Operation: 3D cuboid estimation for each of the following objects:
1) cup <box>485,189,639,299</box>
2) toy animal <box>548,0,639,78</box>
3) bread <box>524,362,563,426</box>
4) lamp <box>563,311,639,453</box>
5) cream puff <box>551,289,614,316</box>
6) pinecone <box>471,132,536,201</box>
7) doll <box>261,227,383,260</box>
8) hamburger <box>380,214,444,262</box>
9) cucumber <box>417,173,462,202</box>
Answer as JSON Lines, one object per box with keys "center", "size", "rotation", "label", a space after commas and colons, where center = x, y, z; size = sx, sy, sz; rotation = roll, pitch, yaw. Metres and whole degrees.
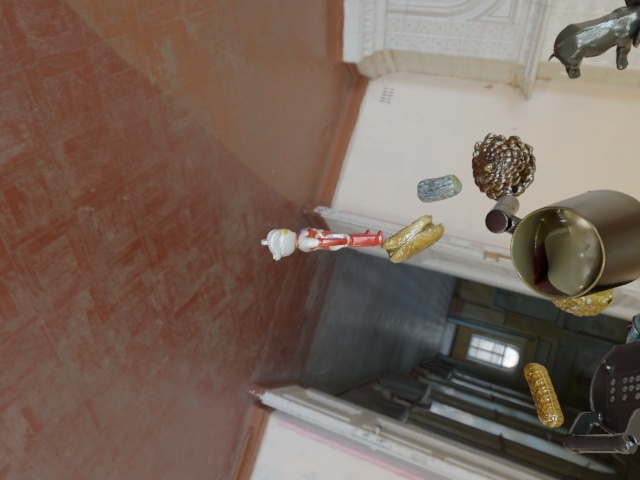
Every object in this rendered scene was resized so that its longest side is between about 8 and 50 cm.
{"center": [0.386, 0.008, 0.802], "size": [0.177, 0.239, 0.166], "rotation": [-11, 99, -38], "label": "cup"}
{"center": [0.596, -0.408, 0.992], "size": [0.146, 0.245, 0.114], "rotation": [22, 48, -58], "label": "toy animal"}
{"center": [0.512, 0.353, 1.131], "size": [0.157, 0.052, 0.044], "rotation": [-88, 168, -49], "label": "bread"}
{"center": [0.723, 0.350, 1.016], "size": [0.374, 0.272, 0.205], "rotation": [-49, 176, -27], "label": "lamp"}
{"center": [0.616, 0.127, 1.174], "size": [0.126, 0.144, 0.103], "rotation": [77, 36, -75], "label": "cream puff"}
{"center": [0.523, -0.202, 1.410], "size": [0.212, 0.169, 0.185], "rotation": [21, 66, -72], "label": "pinecone"}
{"center": [0.000, 0.000, 1.598], "size": [0.188, 0.384, 0.099], "rotation": [-174, -101, -75], "label": "doll"}
{"center": [0.372, -0.001, 1.972], "size": [0.262, 0.124, 0.131], "rotation": [-35, 178, 14], "label": "hamburger"}
{"center": [0.307, -0.134, 1.266], "size": [0.064, 0.112, 0.064], "rotation": [7, 80, -42], "label": "cucumber"}
